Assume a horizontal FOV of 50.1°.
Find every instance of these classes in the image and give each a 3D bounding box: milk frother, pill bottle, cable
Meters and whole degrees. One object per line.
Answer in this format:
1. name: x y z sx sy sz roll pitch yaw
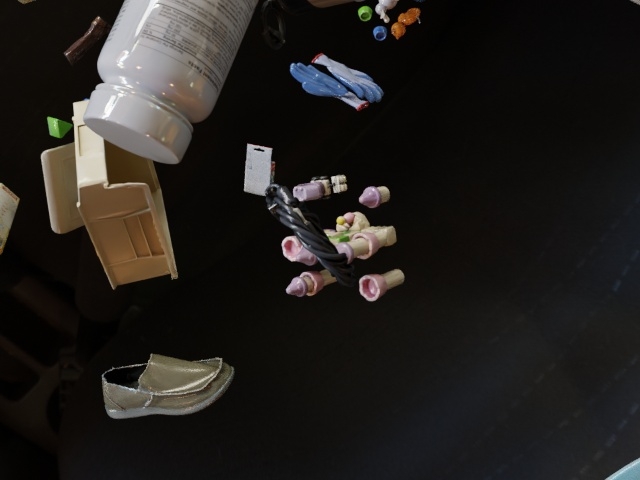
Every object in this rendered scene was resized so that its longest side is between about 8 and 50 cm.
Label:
1. milk frother: -0.012 -0.351 0.991 0.129 0.135 0.143 -5 98 -43
2. pill bottle: -0.197 -0.257 0.914 0.160 0.160 0.283 25 79 -19
3. cable: 0.000 0.000 0.927 0.047 0.150 0.184 -43 143 -2

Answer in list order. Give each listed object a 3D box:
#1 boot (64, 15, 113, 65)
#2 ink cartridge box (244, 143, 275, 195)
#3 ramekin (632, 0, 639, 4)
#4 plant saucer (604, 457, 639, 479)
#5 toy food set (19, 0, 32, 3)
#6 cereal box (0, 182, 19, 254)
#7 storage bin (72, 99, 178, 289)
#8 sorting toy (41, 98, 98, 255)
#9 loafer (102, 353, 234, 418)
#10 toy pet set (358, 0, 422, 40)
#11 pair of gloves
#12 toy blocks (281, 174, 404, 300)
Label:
1. boot: -0.481 -0.411 1.425 0.037 0.106 0.114 40 94 -4
2. ink cartridge box: -0.137 -0.162 1.553 0.063 0.029 0.115 13 115 14
3. ramekin: 0.423 -0.407 0.781 0.135 0.277 0.277 -16 112 -47
4. plant saucer: 0.218 0.232 0.271 0.317 0.317 0.044 -50 126 2
5. toy food set: -0.575 -0.523 1.253 0.192 0.132 0.038 43 51 -53
6. cereal box: -0.529 0.017 1.004 0.173 0.240 0.047 -42 116 2
7. storage bin: -0.368 -0.094 1.276 0.123 0.262 0.260 -13 138 -9
8. sorting toy: -0.495 -0.126 1.443 0.196 0.047 0.347 -30 130 -49
9. loafer: -0.271 0.244 1.176 0.251 0.094 0.087 -14 117 13
10. toy pet set: 0.074 -0.244 0.673 0.114 0.065 0.122 -22 139 28
11. pair of gloves: 0.031 -0.293 1.275 0.159 0.198 0.023 32 123 8
12. toy blocks: 0.013 0.001 1.727 0.260 0.289 0.308 -17 102 -44
